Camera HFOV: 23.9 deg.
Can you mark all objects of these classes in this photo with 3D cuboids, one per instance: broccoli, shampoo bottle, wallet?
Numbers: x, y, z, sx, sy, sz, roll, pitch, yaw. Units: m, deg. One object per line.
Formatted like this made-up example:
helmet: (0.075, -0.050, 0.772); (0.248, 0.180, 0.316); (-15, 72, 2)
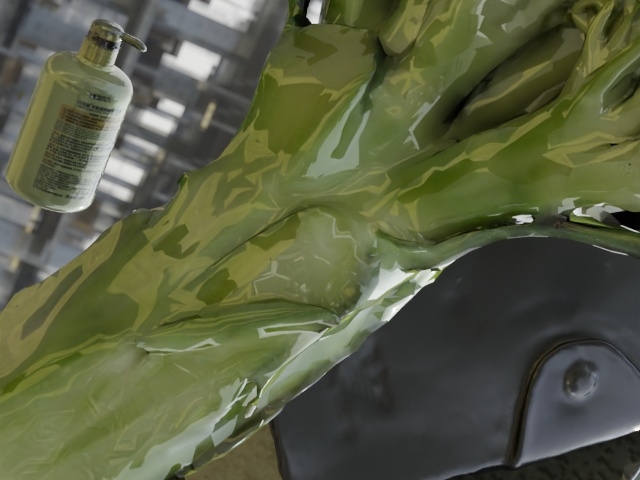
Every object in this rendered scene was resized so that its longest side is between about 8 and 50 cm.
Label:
broccoli: (-0.008, -0.016, 0.508); (0.361, 0.221, 0.252); (-25, -138, 16)
shampoo bottle: (-0.203, -0.108, 1.261); (0.079, 0.079, 0.162); (-97, -152, -68)
wallet: (0.131, 0.029, 0.898); (0.051, 0.377, 0.197); (162, -87, -82)

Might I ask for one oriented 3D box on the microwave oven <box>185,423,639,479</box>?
microwave oven: (0.077, 0.165, 1.062); (0.432, 0.374, 0.236); (-49, 153, -22)
